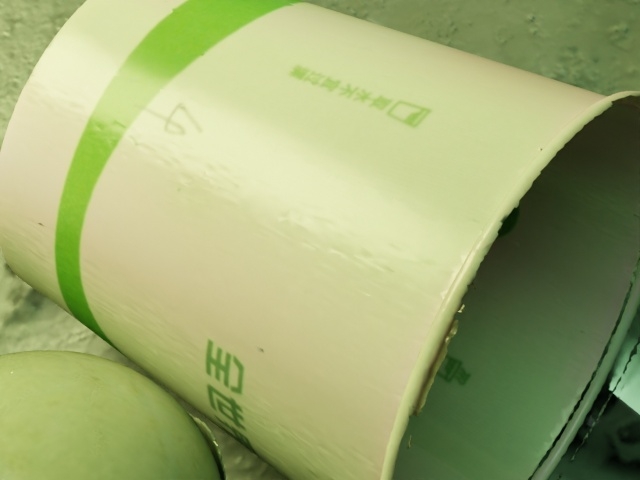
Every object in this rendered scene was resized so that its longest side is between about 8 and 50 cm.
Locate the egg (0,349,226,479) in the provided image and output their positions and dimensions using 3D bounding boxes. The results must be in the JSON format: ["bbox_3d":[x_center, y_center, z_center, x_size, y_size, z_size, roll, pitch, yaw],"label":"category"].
[{"bbox_3d":[-0.156,0.156,0.834,0.253,0.186,0.186,-36,65,-3],"label":"egg"}]

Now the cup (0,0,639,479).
[{"bbox_3d":[0.000,0.000,0.902,0.274,0.253,0.253,26,65,25],"label":"cup"}]
